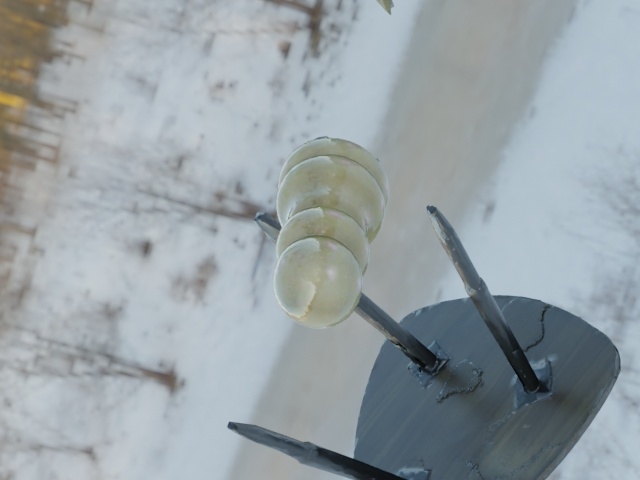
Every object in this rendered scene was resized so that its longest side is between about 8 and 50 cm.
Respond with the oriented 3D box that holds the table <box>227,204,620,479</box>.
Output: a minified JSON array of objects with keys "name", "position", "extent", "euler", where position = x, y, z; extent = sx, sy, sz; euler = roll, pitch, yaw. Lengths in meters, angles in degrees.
[{"name":"table","position":[0.055,0.098,1.346],"extent":[0.317,0.249,0.317],"euler":[-31,37,27]}]

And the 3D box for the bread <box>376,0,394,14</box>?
[{"name":"bread","position":[0.126,-0.360,1.207],"extent":[0.388,0.183,0.236],"euler":[114,180,-73]}]

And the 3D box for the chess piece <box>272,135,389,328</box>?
[{"name":"chess piece","position":[0.000,0.000,1.102],"extent":[0.170,0.094,0.094],"euler":[-75,8,-56]}]
